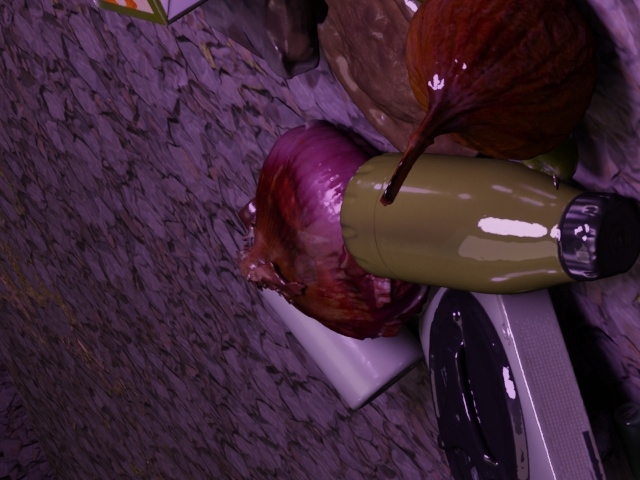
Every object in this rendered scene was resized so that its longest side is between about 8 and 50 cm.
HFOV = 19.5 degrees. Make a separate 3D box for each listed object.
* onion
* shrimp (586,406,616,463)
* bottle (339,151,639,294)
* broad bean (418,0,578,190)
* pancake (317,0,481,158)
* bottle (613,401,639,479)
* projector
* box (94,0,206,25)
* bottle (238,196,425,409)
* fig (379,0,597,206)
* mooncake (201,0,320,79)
[{"bbox_3d":[0.000,0.000,1.792,0.230,0.163,0.230,54,156,38],"label":"onion"},{"bbox_3d":[0.235,0.193,1.705,0.057,0.065,0.165,26,152,4],"label":"shrimp"},{"bbox_3d":[0.139,-0.012,1.516,0.260,0.112,0.112,7,130,46],"label":"bottle"},{"bbox_3d":[0.122,-0.151,1.446,0.256,0.052,0.053,55,171,7],"label":"broad bean"},{"bbox_3d":[0.063,-0.151,1.588,0.222,0.042,0.236,53,160,6],"label":"pancake"},{"bbox_3d":[0.281,0.181,1.637,0.030,0.030,0.083,29,148,50],"label":"bottle"},{"bbox_3d":[0.160,0.152,1.677,0.259,0.079,0.257,116,142,-67],"label":"projector"},{"bbox_3d":[-0.118,-0.306,1.534,0.148,0.195,0.177,22,143,56],"label":"box"},{"bbox_3d":[0.000,0.054,1.961,0.245,0.104,0.104,51,159,9],"label":"bottle"},{"bbox_3d":[0.101,-0.111,1.323,0.146,0.201,0.133,46,138,13],"label":"fig"},{"bbox_3d":[-0.050,-0.224,1.683,0.125,0.073,0.130,39,156,29],"label":"mooncake"}]
